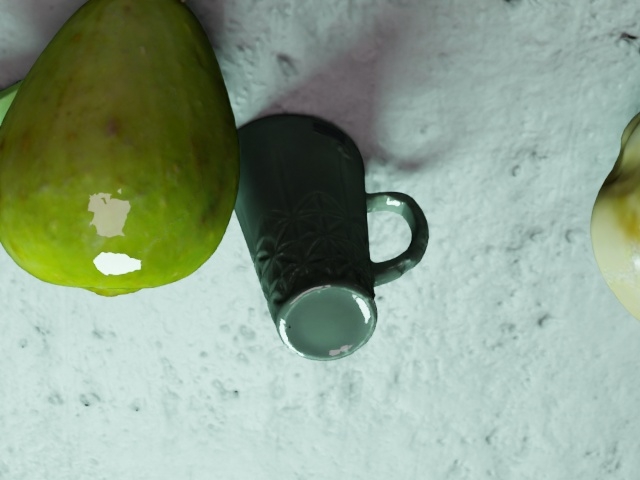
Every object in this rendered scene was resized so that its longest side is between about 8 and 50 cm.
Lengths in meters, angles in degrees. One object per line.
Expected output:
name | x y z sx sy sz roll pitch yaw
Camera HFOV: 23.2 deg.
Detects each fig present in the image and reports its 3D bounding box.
fig | -0.205 -0.105 1.621 0.258 0.258 0.326 11 91 -5

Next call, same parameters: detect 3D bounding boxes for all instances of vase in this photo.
vase | 0.000 0.000 1.672 0.251 0.301 0.156 3 123 -10

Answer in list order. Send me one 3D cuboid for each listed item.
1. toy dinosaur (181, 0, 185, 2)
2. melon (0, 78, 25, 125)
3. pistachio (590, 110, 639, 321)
toy dinosaur | -0.119 -0.334 1.601 0.037 0.058 0.180 4 103 -17
melon | -0.261 -0.111 1.760 0.261 0.053 0.114 30 99 -20
pistachio | 0.497 -0.058 1.634 0.445 0.281 0.365 -18 112 -3
